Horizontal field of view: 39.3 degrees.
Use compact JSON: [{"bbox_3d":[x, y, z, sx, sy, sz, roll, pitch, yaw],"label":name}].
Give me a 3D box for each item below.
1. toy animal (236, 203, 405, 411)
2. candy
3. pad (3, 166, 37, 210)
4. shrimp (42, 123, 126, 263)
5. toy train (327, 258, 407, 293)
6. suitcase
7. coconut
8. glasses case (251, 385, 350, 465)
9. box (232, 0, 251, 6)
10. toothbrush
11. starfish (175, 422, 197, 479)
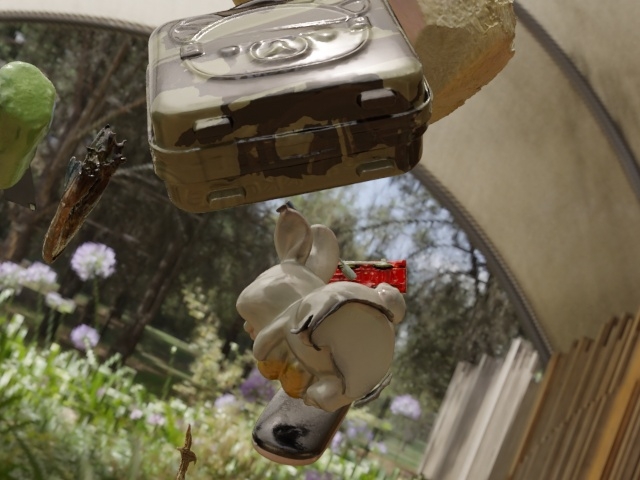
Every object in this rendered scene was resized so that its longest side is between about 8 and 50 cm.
[{"bbox_3d":[-0.016,0.107,1.345,0.182,0.247,0.310,35,-1,-31],"label":"toy animal"},{"bbox_3d":[-0.600,-0.212,1.727,0.132,0.142,0.343,35,-30,-14],"label":"candy"},{"bbox_3d":[-0.718,-0.169,2.112,0.004,0.193,0.116,-18,-18,17],"label":"pad"},{"bbox_3d":[-0.460,-0.094,1.694,0.075,0.289,0.178,32,-8,-6],"label":"shrimp"},{"bbox_3d":[0.107,0.091,2.126,0.203,0.083,0.131,-1,-11,12],"label":"toy train"},{"bbox_3d":[-0.049,-0.195,1.157,0.351,0.339,0.194,-11,-49,-5],"label":"suitcase"},{"bbox_3d":[0.169,-0.390,1.550,0.310,0.297,0.297,52,-6,11],"label":"coconut"},{"bbox_3d":[-0.020,0.290,1.535,0.122,0.075,0.314,17,21,12],"label":"glasses case"},{"bbox_3d":[-0.089,-0.497,1.409,0.095,0.212,0.168,-1,-44,40],"label":"box"},{"bbox_3d":[0.000,0.000,1.898,0.219,0.016,0.019,49,-41,1],"label":"toothbrush"},{"bbox_3d":[-0.194,0.311,1.300,0.016,0.086,0.092,11,-17,14],"label":"starfish"}]
